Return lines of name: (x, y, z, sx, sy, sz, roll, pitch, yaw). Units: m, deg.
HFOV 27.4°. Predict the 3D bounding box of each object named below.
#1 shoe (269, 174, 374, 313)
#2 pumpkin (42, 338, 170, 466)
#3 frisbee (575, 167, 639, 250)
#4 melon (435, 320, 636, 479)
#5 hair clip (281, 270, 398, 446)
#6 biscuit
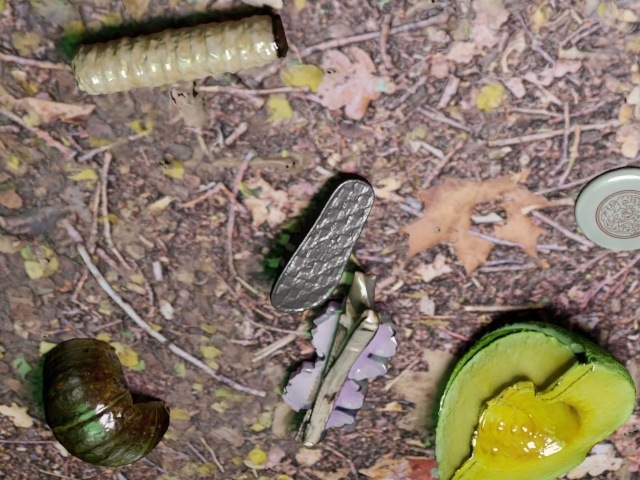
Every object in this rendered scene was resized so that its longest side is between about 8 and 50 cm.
shoe: (0.000, 0.000, 1.456, 0.071, 0.049, 0.179, 19, 110, -26)
pumpkin: (-0.268, 0.218, 1.613, 0.119, 0.107, 0.183, -30, 122, 19)
frisbee: (0.332, -0.032, 1.422, 0.110, 0.014, 0.110, 2, 129, 3)
melon: (0.257, 0.187, 1.546, 0.169, 0.129, 0.265, 15, 129, -36)
hair clip: (0.026, 0.150, 1.555, 0.106, 0.084, 0.292, 11, 134, -11)
biscuit: (-0.139, -0.186, 1.306, 0.219, 0.061, 0.055, -9, 135, 8)
